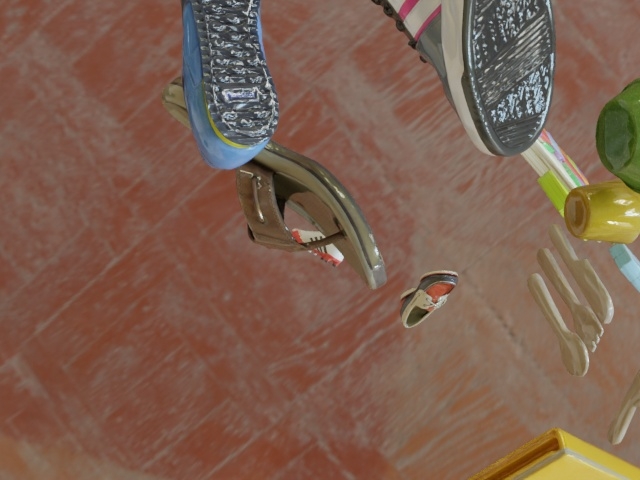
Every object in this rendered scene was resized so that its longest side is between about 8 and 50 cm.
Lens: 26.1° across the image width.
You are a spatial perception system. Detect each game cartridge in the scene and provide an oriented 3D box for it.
[{"bbox_3d":[0.321,0.381,1.893,0.323,0.053,0.285,27,128,-38],"label":"game cartridge"}]

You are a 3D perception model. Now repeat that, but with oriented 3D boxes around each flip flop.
[{"bbox_3d":[-0.049,-0.042,1.215,0.277,0.112,0.080,39,76,18],"label":"flip flop"}]

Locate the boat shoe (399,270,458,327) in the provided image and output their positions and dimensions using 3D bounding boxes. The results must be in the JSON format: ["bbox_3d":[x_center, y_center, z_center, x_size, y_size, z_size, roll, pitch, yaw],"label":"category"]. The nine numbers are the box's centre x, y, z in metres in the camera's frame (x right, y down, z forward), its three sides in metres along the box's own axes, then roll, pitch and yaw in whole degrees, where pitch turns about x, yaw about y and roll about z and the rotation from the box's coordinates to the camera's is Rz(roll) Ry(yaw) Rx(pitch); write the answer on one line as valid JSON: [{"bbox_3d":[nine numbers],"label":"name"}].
[{"bbox_3d":[0.147,0.079,1.885,0.049,0.043,0.137,15,152,-20],"label":"boat shoe"}]

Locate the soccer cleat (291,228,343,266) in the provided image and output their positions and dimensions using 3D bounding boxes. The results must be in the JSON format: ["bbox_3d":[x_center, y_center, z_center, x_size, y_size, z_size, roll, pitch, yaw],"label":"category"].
[{"bbox_3d":[0.000,0.000,1.539,0.083,0.029,0.036,32,90,46],"label":"soccer cleat"}]

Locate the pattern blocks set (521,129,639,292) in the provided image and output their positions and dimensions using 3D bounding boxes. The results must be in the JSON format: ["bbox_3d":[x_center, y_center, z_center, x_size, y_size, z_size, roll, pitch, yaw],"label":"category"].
[{"bbox_3d":[0.236,-0.091,1.449,0.026,0.285,0.325,-38,124,15],"label":"pattern blocks set"}]

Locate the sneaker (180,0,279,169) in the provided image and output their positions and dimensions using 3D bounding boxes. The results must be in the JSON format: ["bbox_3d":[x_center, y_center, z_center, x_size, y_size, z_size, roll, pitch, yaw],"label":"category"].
[{"bbox_3d":[-0.076,-0.154,1.012,0.069,0.082,0.209,1,77,-23],"label":"sneaker"}]

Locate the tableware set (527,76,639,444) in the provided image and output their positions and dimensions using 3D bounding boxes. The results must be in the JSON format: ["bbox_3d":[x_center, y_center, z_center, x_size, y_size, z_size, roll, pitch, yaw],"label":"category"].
[{"bbox_3d":[0.114,0.026,0.412,0.024,0.154,0.104,-3,132,-21],"label":"tableware set"}]

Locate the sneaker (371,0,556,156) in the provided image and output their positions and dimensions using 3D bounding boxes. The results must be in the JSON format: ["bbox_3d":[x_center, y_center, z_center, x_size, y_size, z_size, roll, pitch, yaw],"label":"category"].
[{"bbox_3d":[0.069,-0.206,1.090,0.178,0.123,0.296,3,113,52],"label":"sneaker"}]
